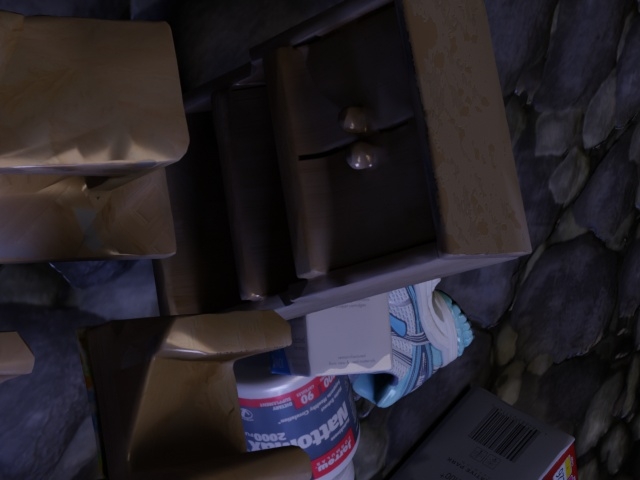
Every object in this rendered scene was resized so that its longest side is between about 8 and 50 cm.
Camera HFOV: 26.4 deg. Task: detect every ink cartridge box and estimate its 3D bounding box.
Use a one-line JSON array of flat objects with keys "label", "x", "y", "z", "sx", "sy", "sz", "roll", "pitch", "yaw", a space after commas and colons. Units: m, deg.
[{"label": "ink cartridge box", "x": 0.000, "y": 0.000, "z": 0.934, "sx": 0.062, "sy": 0.104, "sz": 0.181, "roll": -3, "pitch": 86, "yaw": -17}, {"label": "ink cartridge box", "x": 0.146, "y": 0.357, "z": 1.407, "sx": 0.272, "sy": 0.130, "sz": 0.309, "roll": -44, "pitch": 140, "yaw": -25}]

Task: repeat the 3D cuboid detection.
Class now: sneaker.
[{"label": "sneaker", "x": 0.033, "y": 0.052, "z": 1.101, "sx": 0.122, "sy": 0.110, "sz": 0.283, "roll": -47, "pitch": 139, "yaw": -8}]

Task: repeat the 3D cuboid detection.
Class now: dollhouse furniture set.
[{"label": "dollhouse furniture set", "x": -0.124, "y": -0.039, "z": 0.706, "sx": 0.394, "sy": 0.256, "sz": 0.362, "roll": -1, "pitch": 78, "yaw": -43}]

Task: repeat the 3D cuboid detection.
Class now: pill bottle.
[{"label": "pill bottle", "x": -0.026, "y": 0.133, "z": 1.070, "sx": 0.108, "sy": 0.108, "sz": 0.180, "roll": -42, "pitch": 139, "yaw": -28}]
